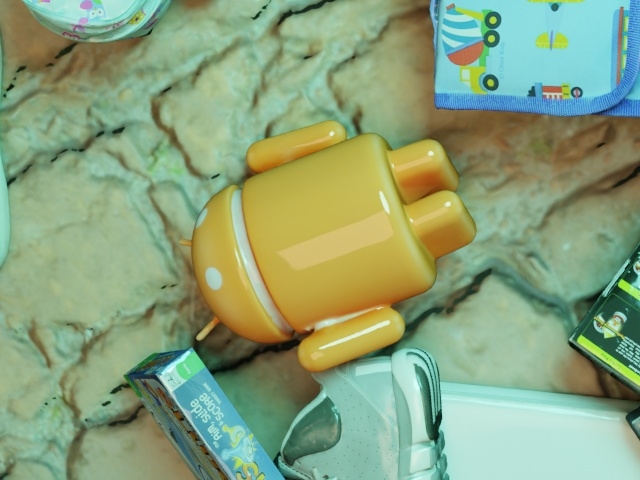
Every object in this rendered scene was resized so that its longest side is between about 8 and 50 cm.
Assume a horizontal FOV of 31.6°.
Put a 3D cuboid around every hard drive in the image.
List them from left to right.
[{"bbox_3d":[0.148,0.218,0.902,0.307,0.040,0.203,5,103,8],"label":"hard drive"}]

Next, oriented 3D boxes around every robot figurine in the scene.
[{"bbox_3d":[0.000,0.002,0.830,0.219,0.128,0.158,-20,105,12],"label":"robot figurine"}]

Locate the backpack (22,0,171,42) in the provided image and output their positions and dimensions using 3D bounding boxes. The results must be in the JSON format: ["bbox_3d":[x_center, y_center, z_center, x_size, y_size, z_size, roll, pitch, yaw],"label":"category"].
[{"bbox_3d":[-0.156,-0.233,0.807,0.152,0.115,0.182,15,100,6],"label":"backpack"}]

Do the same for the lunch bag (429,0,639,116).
[{"bbox_3d":[0.196,-0.193,0.713,0.293,0.138,0.221,3,104,20],"label":"lunch bag"}]

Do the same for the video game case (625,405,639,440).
[{"bbox_3d":[0.392,0.134,0.832,0.274,0.026,0.196,-35,96,2],"label":"video game case"}]

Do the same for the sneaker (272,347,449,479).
[{"bbox_3d":[0.031,0.196,0.858,0.132,0.086,0.229,-4,91,14],"label":"sneaker"}]

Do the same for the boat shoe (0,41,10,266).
[{"bbox_3d":[-0.308,-0.105,0.870,0.109,0.091,0.305,-4,102,9],"label":"boat shoe"}]

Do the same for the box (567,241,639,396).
[{"bbox_3d":[0.305,0.055,0.796,0.190,0.045,0.184,35,90,15],"label":"box"}]

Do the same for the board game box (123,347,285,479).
[{"bbox_3d":[-0.071,0.175,0.877,0.035,0.136,0.201,-36,95,-21],"label":"board game box"}]
